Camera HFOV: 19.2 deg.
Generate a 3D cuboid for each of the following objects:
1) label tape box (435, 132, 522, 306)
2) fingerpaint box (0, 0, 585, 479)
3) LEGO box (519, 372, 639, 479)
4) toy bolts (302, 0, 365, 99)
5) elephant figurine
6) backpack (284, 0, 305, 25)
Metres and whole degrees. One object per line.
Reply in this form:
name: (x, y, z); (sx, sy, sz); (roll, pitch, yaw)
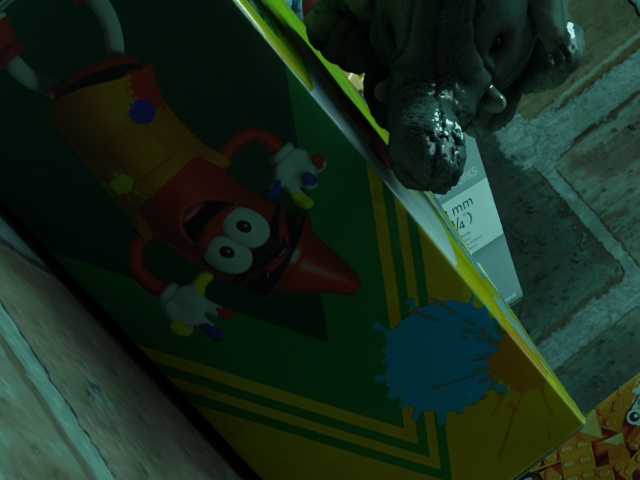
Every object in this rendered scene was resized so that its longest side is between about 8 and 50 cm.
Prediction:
label tape box: (0.077, -0.081, 2.105); (0.241, 0.106, 0.333); (20, -44, 55)
fingerpaint box: (-0.062, -0.056, 1.131); (0.371, 0.163, 0.445); (49, 6, -21)
LEGO box: (0.341, 0.262, 1.320); (0.500, 0.372, 0.193); (46, 7, -50)
toy bolts: (0.079, -0.147, 1.695); (0.218, 0.158, 0.228); (30, 61, -42)
elephant figurine: (0.074, -0.135, 0.994); (0.186, 0.169, 0.239); (57, 3, 3)
backpack: (-0.067, -0.192, 1.906); (0.355, 0.273, 0.290); (40, 0, 45)
